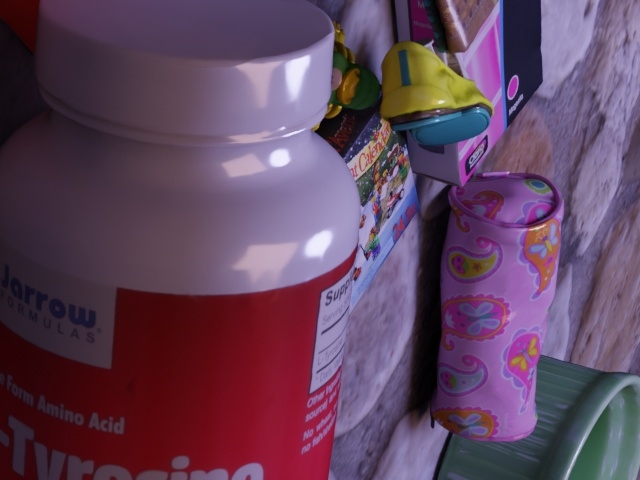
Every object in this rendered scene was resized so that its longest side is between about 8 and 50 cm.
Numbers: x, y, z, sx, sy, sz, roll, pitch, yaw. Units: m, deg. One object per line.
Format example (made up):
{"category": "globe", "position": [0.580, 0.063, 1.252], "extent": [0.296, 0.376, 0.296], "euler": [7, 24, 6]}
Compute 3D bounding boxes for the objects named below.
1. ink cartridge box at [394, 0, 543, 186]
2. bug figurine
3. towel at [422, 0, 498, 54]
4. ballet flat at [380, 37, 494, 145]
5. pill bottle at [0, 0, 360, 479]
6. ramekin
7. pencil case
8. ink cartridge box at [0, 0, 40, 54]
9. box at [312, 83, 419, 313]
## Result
{"category": "ink cartridge box", "position": [0.130, -0.241, 1.514], "extent": [0.176, 0.069, 0.371], "euler": [-50, 145, -36]}
{"category": "bug figurine", "position": [0.006, -0.184, 1.296], "extent": [0.216, 0.072, 0.279], "euler": [5, 102, -63]}
{"category": "towel", "position": [0.135, -0.360, 1.364], "extent": [0.370, 0.040, 0.271], "euler": [-57, 137, -37]}
{"category": "ballet flat", "position": [0.094, -0.124, 1.411], "extent": [0.231, 0.077, 0.077], "euler": [0, 77, -76]}
{"category": "pill bottle", "position": [-0.097, 0.051, 1.078], "extent": [0.229, 0.229, 0.408], "euler": [-30, 132, -53]}
{"category": "ramekin", "position": [0.251, 0.275, 1.992], "extent": [0.303, 0.148, 0.303], "euler": [-42, 143, -44]}
{"category": "pencil case", "position": [0.175, 0.070, 1.751], "extent": [0.124, 0.124, 0.284], "euler": [-40, 142, -46]}
{"category": "ink cartridge box", "position": [-0.126, -0.236, 1.028], "extent": [0.232, 0.066, 0.189], "euler": [-67, 154, -16]}
{"category": "box", "position": [0.000, 0.000, 1.439], "extent": [0.233, 0.044, 0.159], "euler": [-56, 151, -28]}
